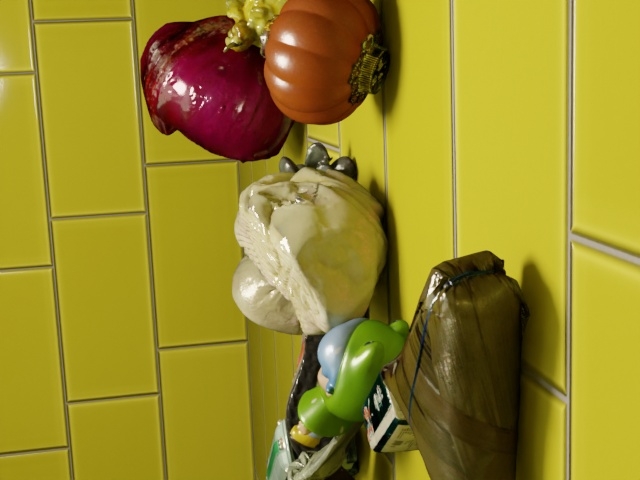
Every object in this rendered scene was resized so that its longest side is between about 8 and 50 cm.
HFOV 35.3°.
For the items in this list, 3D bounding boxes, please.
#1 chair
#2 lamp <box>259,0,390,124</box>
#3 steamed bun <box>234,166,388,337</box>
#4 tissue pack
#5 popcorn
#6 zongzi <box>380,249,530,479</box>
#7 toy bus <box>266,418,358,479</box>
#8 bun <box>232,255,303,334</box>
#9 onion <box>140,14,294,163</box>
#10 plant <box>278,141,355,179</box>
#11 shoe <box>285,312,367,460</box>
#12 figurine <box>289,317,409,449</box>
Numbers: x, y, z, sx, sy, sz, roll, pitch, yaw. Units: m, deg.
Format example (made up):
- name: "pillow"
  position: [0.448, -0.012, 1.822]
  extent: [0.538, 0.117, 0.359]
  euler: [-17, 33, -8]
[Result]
- name: "chair"
  position: [0.028, 0.434, 1.750]
  extent: [0.319, 0.160, 0.186]
  euler: [-45, 79, 27]
- name: "lamp"
  position: [0.005, -0.286, 1.541]
  extent: [0.223, 0.196, 0.223]
  euler: [-54, -24, -37]
- name: "steamed bun"
  position: [0.000, 0.000, 1.669]
  extent: [0.320, 0.206, 0.275]
  euler: [49, 162, 25]
- name: "tissue pack"
  position: [0.122, 0.229, 1.376]
  extent: [0.170, 0.103, 0.090]
  euler: [108, 156, -63]
- name: "popcorn"
  position: [-0.100, -0.454, 2.014]
  extent: [0.168, 0.195, 0.173]
  euler: [89, 177, -60]
- name: "zongzi"
  position: [0.179, 0.188, 1.073]
  extent: [0.260, 0.123, 0.289]
  euler: [105, 148, -52]
- name: "toy bus"
  position: [-0.020, 0.437, 2.027]
  extent: [0.276, 0.164, 0.134]
  euler: [102, 159, -57]
- name: "bun"
  position: [-0.064, 0.081, 2.024]
  extent: [0.231, 0.231, 0.133]
  euler: [-105, 32, -43]
- name: "onion"
  position: [-0.201, -0.406, 2.259]
  extent: [0.420, 0.398, 0.398]
  euler: [-64, 25, 26]
- name: "plant"
  position: [-0.014, -0.059, 1.883]
  extent: [0.274, 0.146, 0.149]
  euler: [101, 150, -44]
- name: "shoe"
  position: [0.007, 0.244, 1.887]
  extent: [0.171, 0.132, 0.336]
  euler: [-101, 19, -77]
- name: "figurine"
  position: [0.045, 0.224, 1.553]
  extent: [0.143, 0.162, 0.263]
  euler: [45, 127, 17]
